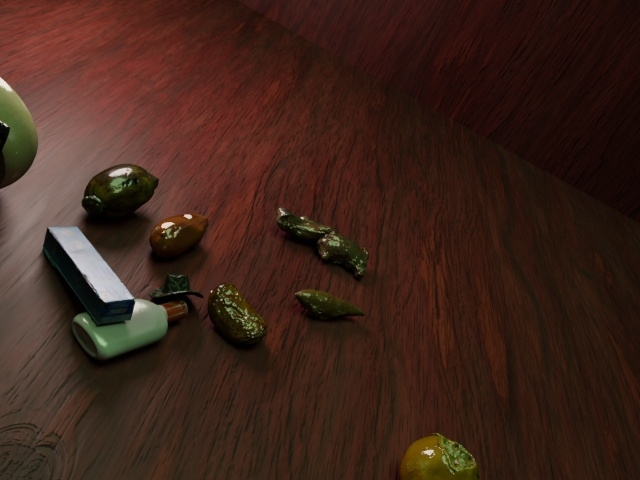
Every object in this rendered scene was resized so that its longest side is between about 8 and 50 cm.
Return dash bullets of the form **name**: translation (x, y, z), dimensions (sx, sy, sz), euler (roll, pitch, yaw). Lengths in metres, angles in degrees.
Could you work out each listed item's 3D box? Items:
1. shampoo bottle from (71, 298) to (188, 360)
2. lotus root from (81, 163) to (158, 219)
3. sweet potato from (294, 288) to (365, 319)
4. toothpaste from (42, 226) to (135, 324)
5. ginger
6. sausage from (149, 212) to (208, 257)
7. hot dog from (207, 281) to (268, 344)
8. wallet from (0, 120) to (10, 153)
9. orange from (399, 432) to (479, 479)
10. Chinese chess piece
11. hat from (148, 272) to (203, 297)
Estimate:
- **shampoo bottle**: translation (-0.346, 0.154, 1.223), dimensions (0.108, 0.051, 0.221), euler (40, 32, 25)
- **lotus root**: translation (-0.445, -0.115, 1.464), dimensions (0.120, 0.120, 0.209), euler (38, 35, 12)
- **sweet potato**: translation (0.020, 0.157, 1.547), dimensions (0.206, 0.060, 0.068), euler (13, 72, -30)
- **toothpaste**: translation (-0.442, 0.060, 1.227), dimensions (0.066, 0.053, 0.272), euler (-1, 30, -45)
- **ginger**: translation (0.002, 0.001, 1.751), dimensions (0.290, 0.084, 0.122), euler (31, 52, -8)
- **sausage**: translation (-0.321, -0.015, 1.474), dimensions (0.089, 0.089, 0.179), euler (37, 27, 10)
- **hot dog**: translation (-0.174, 0.156, 1.362), dimensions (0.147, 0.065, 0.099), euler (48, 32, 6)
- **wallet**: translation (-0.700, -0.145, 1.157), dimensions (0.221, 0.262, 0.071), euler (30, 10, 1)
- **orange**: translation (0.228, 0.443, 1.231), dimensions (0.155, 0.134, 0.154), euler (21, 39, -18)
- **Chinese chess piece**: translation (-0.685, -0.221, 1.264), dimensions (0.273, 0.273, 0.102), euler (31, 44, -1)
- **hat**: translation (-0.292, 0.092, 1.327), dimensions (0.121, 0.050, 0.121), euler (4, 0, 0)
